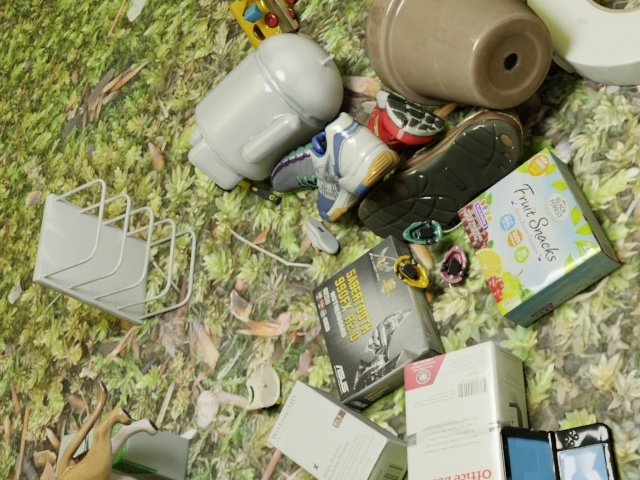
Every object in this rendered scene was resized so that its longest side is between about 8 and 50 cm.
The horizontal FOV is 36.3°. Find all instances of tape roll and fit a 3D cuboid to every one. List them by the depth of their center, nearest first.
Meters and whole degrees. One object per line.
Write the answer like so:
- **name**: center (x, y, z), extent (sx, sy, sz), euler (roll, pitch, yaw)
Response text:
- **tape roll**: center (0.500, -0.420, 1.485), extent (0.392, 0.072, 0.392), euler (-21, 56, 36)

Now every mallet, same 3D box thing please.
- **mallet**: center (-0.149, -0.101, 1.972), extent (0.190, 0.039, 0.062), euler (37, 95, 44)

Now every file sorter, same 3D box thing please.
- **file sorter**: center (-0.404, 0.025, 1.976), extent (0.173, 0.278, 0.192), euler (-17, 58, 32)

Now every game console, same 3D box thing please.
- **game console**: center (0.312, 0.306, 1.264), extent (0.124, 0.085, 0.144), euler (-20, 56, 31)

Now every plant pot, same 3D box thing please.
- **plant pot**: center (0.234, -0.312, 1.523), extent (0.263, 0.263, 0.229), euler (-54, 35, 8)

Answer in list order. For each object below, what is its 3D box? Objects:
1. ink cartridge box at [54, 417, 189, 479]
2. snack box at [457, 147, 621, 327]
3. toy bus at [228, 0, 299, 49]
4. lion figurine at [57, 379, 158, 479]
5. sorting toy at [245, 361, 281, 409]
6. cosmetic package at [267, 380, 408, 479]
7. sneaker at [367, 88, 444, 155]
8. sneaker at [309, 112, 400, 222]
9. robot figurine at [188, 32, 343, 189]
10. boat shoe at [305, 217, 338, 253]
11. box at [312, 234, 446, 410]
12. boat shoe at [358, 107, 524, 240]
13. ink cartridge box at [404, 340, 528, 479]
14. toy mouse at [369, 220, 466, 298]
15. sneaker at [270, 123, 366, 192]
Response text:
- **ink cartridge box**: center (-0.372, 0.409, 1.827), extent (0.208, 0.153, 0.086), euler (-20, 54, 35)
- **snack box**: center (0.317, -0.005, 1.441), extent (0.174, 0.070, 0.207), euler (-37, 49, 25)
- **toy bus**: center (-0.141, -0.496, 2.055), extent (0.104, 0.191, 0.202), euler (-29, 51, 30)
- **lion figurine**: center (-0.335, 0.450, 1.663), extent (0.240, 0.392, 0.142), euler (-38, 8, -1)
- **sorting toy**: center (-0.109, 0.268, 1.733), extent (0.075, 0.045, 0.083), euler (-27, 52, 41)
- **cosmetic package**: center (0.029, 0.322, 1.537), extent (0.231, 0.085, 0.117), euler (23, 85, 46)
- **sneaker**: center (0.131, -0.178, 1.648), extent (0.279, 0.107, 0.118), euler (-99, 33, -78)
- **sneaker**: center (0.038, -0.127, 1.652), extent (0.112, 0.131, 0.296), euler (-41, -3, -23)
- **robot figurine**: center (-0.099, -0.256, 1.878), extent (0.353, 0.200, 0.300), euler (-40, 32, 20)
- **boat shoe**: center (0.000, 0.000, 1.777), extent (0.100, 0.035, 0.035), euler (49, 132, 42)
- **box**: center (0.091, 0.134, 1.597), extent (0.183, 0.056, 0.231), euler (-36, 48, 26)
- **boat shoe**: center (0.204, -0.108, 1.589), extent (0.324, 0.122, 0.120), euler (-31, 17, 37)
- **ink cartridge box**: center (0.208, 0.273, 1.383), extent (0.159, 0.092, 0.217), euler (-21, 54, 35)
- **toy mouse**: center (0.183, 0.021, 1.554), extent (0.161, 0.031, 0.143), euler (37, 74, 9)
- **sneaker**: center (-0.001, -0.129, 1.810), extent (0.224, 0.083, 0.098), euler (-31, 55, 28)
